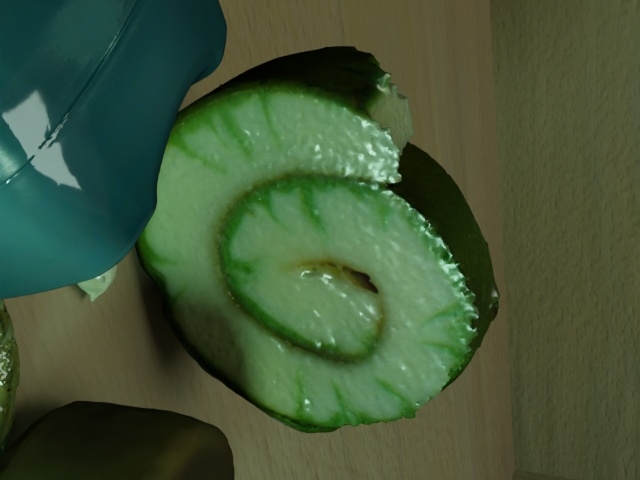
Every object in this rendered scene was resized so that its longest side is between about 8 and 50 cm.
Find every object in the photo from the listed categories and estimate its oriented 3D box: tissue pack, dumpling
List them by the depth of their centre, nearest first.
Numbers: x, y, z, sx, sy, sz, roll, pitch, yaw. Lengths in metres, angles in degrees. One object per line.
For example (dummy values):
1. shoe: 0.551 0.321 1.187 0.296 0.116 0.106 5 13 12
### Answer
1. tissue pack: -0.199 -0.123 0.641 0.206 0.198 0.287 52 42 -39
2. dumpling: -0.205 0.014 0.873 0.059 0.043 0.077 -96 168 -47

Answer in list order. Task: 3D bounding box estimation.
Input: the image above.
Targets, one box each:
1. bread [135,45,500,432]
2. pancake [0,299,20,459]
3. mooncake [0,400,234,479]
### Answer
1. bread: 0.000 0.000 0.937 0.129 0.366 0.381 -48 158 -56
2. pancake: -0.293 0.109 0.668 0.253 0.037 0.253 6 90 -70
3. mooncake: -0.183 0.277 0.805 0.284 0.156 0.284 7 90 -76
